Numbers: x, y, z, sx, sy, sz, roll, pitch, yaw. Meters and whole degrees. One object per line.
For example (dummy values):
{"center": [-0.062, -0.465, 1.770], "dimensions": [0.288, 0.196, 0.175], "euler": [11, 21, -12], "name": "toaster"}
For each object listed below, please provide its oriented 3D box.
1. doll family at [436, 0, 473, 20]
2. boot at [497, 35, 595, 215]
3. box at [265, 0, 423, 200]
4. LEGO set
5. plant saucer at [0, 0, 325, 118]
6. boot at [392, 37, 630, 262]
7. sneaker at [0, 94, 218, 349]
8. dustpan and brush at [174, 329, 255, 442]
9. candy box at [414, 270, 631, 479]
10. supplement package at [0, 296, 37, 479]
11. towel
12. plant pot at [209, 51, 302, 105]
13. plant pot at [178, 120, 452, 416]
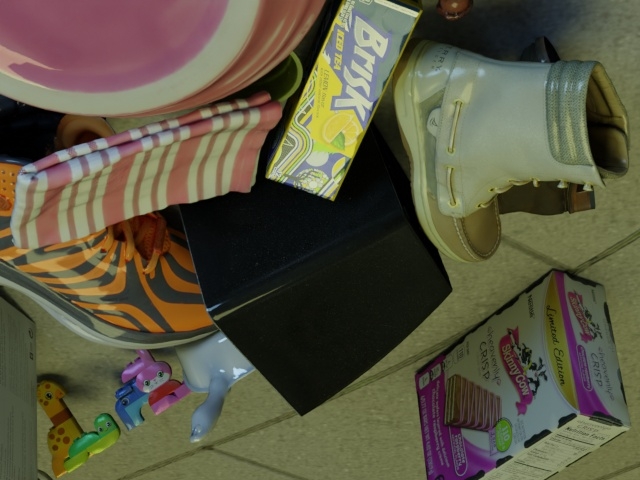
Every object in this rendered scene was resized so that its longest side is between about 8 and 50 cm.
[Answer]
{"center": [0.139, -0.213, 1.037], "dimensions": [0.193, 0.076, 0.111], "euler": [-4, 150, 10], "name": "doll family"}
{"center": [0.158, -0.078, 1.224], "dimensions": [0.106, 0.082, 0.219], "euler": [-13, 146, 10], "name": "boot"}
{"center": [0.016, -0.117, 1.118], "dimensions": [0.059, 0.054, 0.169], "euler": [19, 118, -11], "name": "box"}
{"center": [-0.246, 0.174, 1.553], "dimensions": [0.227, 0.093, 0.087], "euler": [-34, 180, -2], "name": "LEGO set"}
{"center": [-0.152, -0.199, 0.945], "dimensions": [0.332, 0.084, 0.332], "euler": [5, 133, 5], "name": "plant saucer"}
{"center": [0.153, -0.055, 1.149], "dimensions": [0.165, 0.077, 0.213], "euler": [9, 138, 29], "name": "boot"}
{"center": [-0.180, -0.016, 1.247], "dimensions": [0.321, 0.125, 0.180], "euler": [18, 141, -28], "name": "sneaker"}
{"center": [-0.086, 0.109, 1.367], "dimensions": [0.147, 0.211, 0.060], "euler": [-23, 103, 26], "name": "dustpan and brush"}
{"center": [0.193, 0.157, 1.501], "dimensions": [0.071, 0.159, 0.233], "euler": [17, 140, -29], "name": "candy box"}
{"center": [-0.397, 0.138, 1.355], "dimensions": [0.198, 0.199, 0.263], "euler": [-11, 154, 11], "name": "supplement package"}
{"center": [-0.129, -0.046, 1.105], "dimensions": [0.197, 0.029, 0.144], "euler": [-19, 165, -17], "name": "towel"}
{"center": [-0.056, -0.150, 1.100], "dimensions": [0.083, 0.079, 0.083], "euler": [-2, 145, -1], "name": "plant pot"}
{"center": [0.000, 0.000, 1.253], "dimensions": [0.167, 0.188, 0.187], "euler": [-26, 141, 8], "name": "plant pot"}
